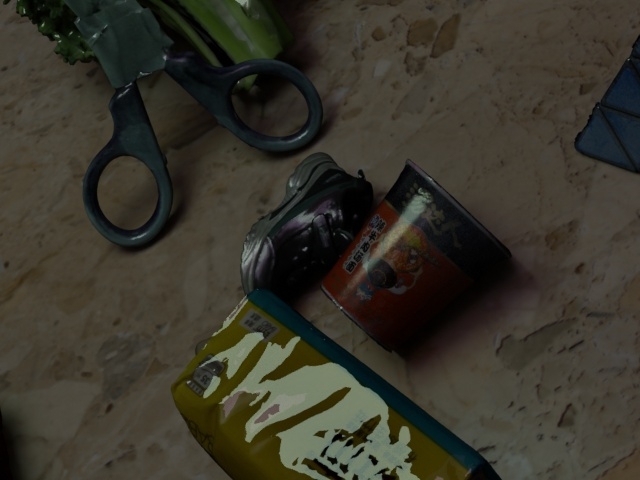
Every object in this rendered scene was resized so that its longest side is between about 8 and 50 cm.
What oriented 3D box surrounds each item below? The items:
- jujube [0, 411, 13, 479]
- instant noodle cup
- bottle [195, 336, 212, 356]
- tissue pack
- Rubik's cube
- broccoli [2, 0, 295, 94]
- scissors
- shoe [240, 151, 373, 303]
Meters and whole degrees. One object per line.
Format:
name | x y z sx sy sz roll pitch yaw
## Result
jujube | -0.363 0.229 1.468 0.197 0.197 0.290 -17 44 17
instant noodle cup | 0.075 0.018 1.427 0.135 0.127 0.127 -47 50 3
bottle | -0.062 0.095 1.489 0.096 0.045 0.045 -24 51 11
tissue pack | 0.028 0.184 1.289 0.134 0.192 0.271 -48 49 -9
Rubik's cube | 0.326 -0.095 1.359 0.211 0.190 0.178 -35 67 9
broccoli | -0.135 -0.316 1.680 0.375 0.302 0.249 -36 25 16
scissors | -0.194 -0.195 1.570 0.256 0.383 0.029 -33 17 7
shoe | 0.000 0.000 1.507 0.099 0.071 0.169 17 65 32
